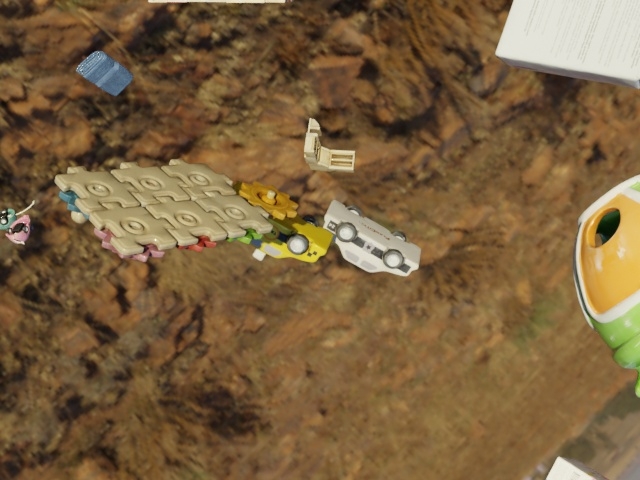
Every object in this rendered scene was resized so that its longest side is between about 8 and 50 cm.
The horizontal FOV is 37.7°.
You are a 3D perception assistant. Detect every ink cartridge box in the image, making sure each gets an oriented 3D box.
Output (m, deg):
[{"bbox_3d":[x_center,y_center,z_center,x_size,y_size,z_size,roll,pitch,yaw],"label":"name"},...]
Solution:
[{"bbox_3d":[0.475,-0.410,1.474,0.071,0.330,0.324,17,93,-53],"label":"ink cartridge box"},{"bbox_3d":[0.447,0.436,1.549,0.090,0.143,0.092,23,96,-53],"label":"ink cartridge box"}]

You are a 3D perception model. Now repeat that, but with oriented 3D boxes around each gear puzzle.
[{"bbox_3d":[-0.165,-0.040,1.201,0.339,0.175,0.044,-10,133,-47],"label":"gear puzzle"}]

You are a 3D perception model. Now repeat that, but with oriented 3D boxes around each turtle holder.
[{"bbox_3d":[0.462,0.025,1.163,0.320,0.227,0.243,-22,159,-21],"label":"turtle holder"}]

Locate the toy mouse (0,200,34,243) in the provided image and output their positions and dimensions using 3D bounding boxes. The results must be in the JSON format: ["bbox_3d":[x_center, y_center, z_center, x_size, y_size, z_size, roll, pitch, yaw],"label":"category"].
[{"bbox_3d":[-0.560,-0.021,1.682,0.143,0.161,0.031,-49,136,-40],"label":"toy mouse"}]

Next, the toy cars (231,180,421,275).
[{"bbox_3d":[0.000,0.000,1.597,0.394,0.176,0.087,9,122,-38],"label":"toy cars"}]

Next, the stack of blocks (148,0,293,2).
[{"bbox_3d":[-0.209,-0.564,2.035,0.171,0.297,0.087,-66,157,-72],"label":"stack of blocks"}]

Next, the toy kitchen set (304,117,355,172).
[{"bbox_3d":[0.017,-0.158,1.520,0.083,0.075,0.068,66,29,-72],"label":"toy kitchen set"}]

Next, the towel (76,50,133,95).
[{"bbox_3d":[-0.434,-0.340,1.892,0.067,0.029,0.119,-40,154,8],"label":"towel"}]
